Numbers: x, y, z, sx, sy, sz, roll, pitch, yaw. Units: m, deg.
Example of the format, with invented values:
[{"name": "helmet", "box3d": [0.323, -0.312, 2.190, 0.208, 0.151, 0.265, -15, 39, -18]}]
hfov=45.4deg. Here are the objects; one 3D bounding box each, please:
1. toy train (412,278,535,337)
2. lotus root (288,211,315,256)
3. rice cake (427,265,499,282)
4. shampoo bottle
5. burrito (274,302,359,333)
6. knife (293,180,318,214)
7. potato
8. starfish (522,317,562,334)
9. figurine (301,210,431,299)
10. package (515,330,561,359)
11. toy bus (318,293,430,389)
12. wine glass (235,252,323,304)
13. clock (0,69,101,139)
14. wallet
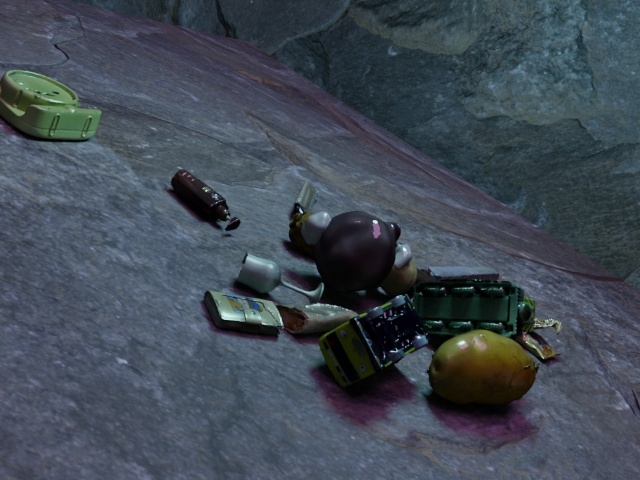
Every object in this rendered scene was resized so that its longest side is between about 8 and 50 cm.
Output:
[{"name": "toy train", "box3d": [0.388, 0.173, 1.915, 0.330, 0.139, 0.178, -2, -11, 42]}, {"name": "lotus root", "box3d": [0.000, 0.000, 2.079, 0.190, 0.108, 0.094, 35, 46, -12]}, {"name": "rice cake", "box3d": [0.440, 0.116, 2.386, 0.070, 0.064, 0.399, 30, 18, 37]}, {"name": "shampoo bottle", "box3d": [-0.299, -0.103, 2.005, 0.236, 0.067, 0.068, 36, 62, 27]}, {"name": "burrito", "box3d": [0.004, 0.175, 1.719, 0.226, 0.060, 0.087, 7, 19, -40]}, {"name": "knife", "box3d": [-0.044, -0.115, 2.392, 0.089, 0.043, 0.365, 57, 13, -14]}, {"name": "potato", "box3d": [0.369, 0.290, 1.732, 0.300, 0.173, 0.140, 12, 5, -34]}, {"name": "starfish", "box3d": [0.539, 0.225, 2.254, 0.299, 0.060, 0.302, 4, 17, -13]}, {"name": "figurine", "box3d": [0.140, 0.039, 1.971, 0.365, 0.218, 0.206, 13, 67, -50]}, {"name": "package", "box3d": [0.626, 0.302, 2.212, 0.120, 0.031, 0.108, 40, 24, 30]}, {"name": "toy bus", "box3d": [0.114, 0.214, 1.632, 0.262, 0.150, 0.128, -13, 73, -59]}, {"name": "wine glass", "box3d": [-0.095, 0.097, 1.762, 0.195, 0.079, 0.079, 24, 21, -10]}, {"name": "clock", "box3d": [-0.766, -0.378, 2.059, 0.308, 0.096, 0.235, 35, 22, 23]}, {"name": "wallet", "box3d": [-0.159, 0.150, 1.612, 0.155, 0.039, 0.110, 12, 24, -32]}]
